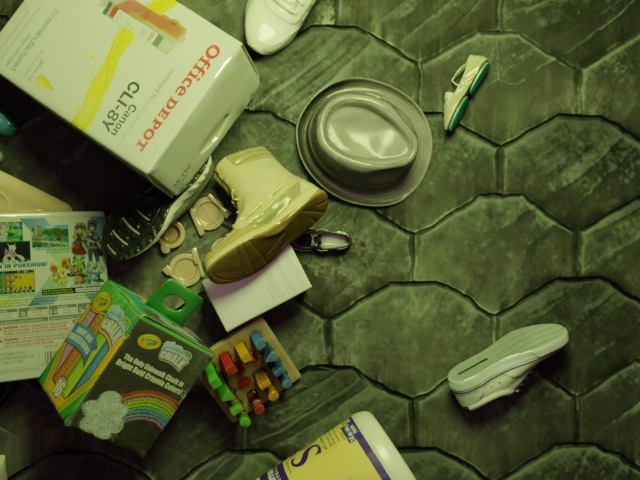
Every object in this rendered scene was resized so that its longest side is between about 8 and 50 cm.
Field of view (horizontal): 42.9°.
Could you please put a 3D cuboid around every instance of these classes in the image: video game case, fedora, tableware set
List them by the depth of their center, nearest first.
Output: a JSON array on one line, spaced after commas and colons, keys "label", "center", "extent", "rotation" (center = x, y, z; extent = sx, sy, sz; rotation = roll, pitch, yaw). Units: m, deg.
[{"label": "video game case", "center": [-0.544, 0.100, 1.456], "extent": [0.329, 0.036, 0.300], "rotation": [-2, 91, -32]}, {"label": "fedora", "center": [0.093, -0.192, 1.545], "extent": [0.275, 0.124, 0.244], "rotation": [27, 88, -6]}, {"label": "tableware set", "center": [-0.236, 0.003, 1.563], "extent": [0.168, 0.020, 0.141], "rotation": [-29, 93, -6]}]

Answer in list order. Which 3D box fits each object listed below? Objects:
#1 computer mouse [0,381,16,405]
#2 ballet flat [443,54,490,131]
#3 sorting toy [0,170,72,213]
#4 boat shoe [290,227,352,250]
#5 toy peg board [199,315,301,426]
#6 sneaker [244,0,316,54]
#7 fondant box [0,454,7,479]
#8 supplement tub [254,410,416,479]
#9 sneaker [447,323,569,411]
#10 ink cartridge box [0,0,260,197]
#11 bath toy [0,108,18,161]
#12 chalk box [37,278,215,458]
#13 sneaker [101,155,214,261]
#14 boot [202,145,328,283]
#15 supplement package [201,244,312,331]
[{"label": "computer mouse", "center": [-0.668, 0.309, 1.513], "extent": [0.242, 0.041, 0.071], "rotation": [-27, 76, 2]}, {"label": "ballet flat", "center": [0.275, -0.292, 1.608], "extent": [0.052, 0.057, 0.168], "rotation": [28, 83, 22]}, {"label": "sorting toy", "center": [-0.585, -0.012, 1.488], "extent": [0.193, 0.038, 0.208], "rotation": [30, 85, -33]}, {"label": "boat shoe", "center": [0.000, 0.000, 1.579], "extent": [0.125, 0.038, 0.046], "rotation": [4, 90, -6]}, {"label": "toy peg board", "center": [-0.131, 0.256, 1.517], "extent": [0.160, 0.079, 0.161], "rotation": [-33, 118, -5]}, {"label": "sneaker", "center": [-0.047, -0.490, 1.516], "extent": [0.114, 0.152, 0.305], "rotation": [32, 88, -7]}, {"label": "fondant box", "center": [-0.738, 0.535, 1.474], "extent": [0.330, 0.096, 0.238], "rotation": [-5, 91, -7]}, {"label": "supplement tub", "center": [0.012, 0.494, 1.482], "extent": [0.331, 0.241, 0.241], "rotation": [-32, 93, -5]}, {"label": "sneaker", "center": [0.374, 0.249, 1.606], "extent": [0.258, 0.094, 0.091], "rotation": [-25, 114, -3]}, {"label": "ink cartridge box", "center": [-0.341, -0.301, 1.429], "extent": [0.384, 0.160, 0.279], "rotation": [34, 85, 12]}, {"label": "bath toy", "center": [-0.690, -0.103, 1.460], "extent": [0.151, 0.129, 0.348], "rotation": [29, 88, -6]}, {"label": "chalk box", "center": [-0.327, 0.198, 1.445], "extent": [0.180, 0.179, 0.289], "rotation": [38, 84, -38]}, {"label": "sneaker", "center": [-0.292, -0.063, 1.513], "extent": [0.100, 0.108, 0.271], "rotation": [43, 88, 14]}, {"label": "boot", "center": [-0.144, -0.054, 1.484], "extent": [0.262, 0.095, 0.203], "rotation": [-39, 57, -16]}, {"label": "supplement package", "center": [-0.121, 0.082, 1.532], "extent": [0.179, 0.105, 0.105], "rotation": [-27, 92, -6]}]
